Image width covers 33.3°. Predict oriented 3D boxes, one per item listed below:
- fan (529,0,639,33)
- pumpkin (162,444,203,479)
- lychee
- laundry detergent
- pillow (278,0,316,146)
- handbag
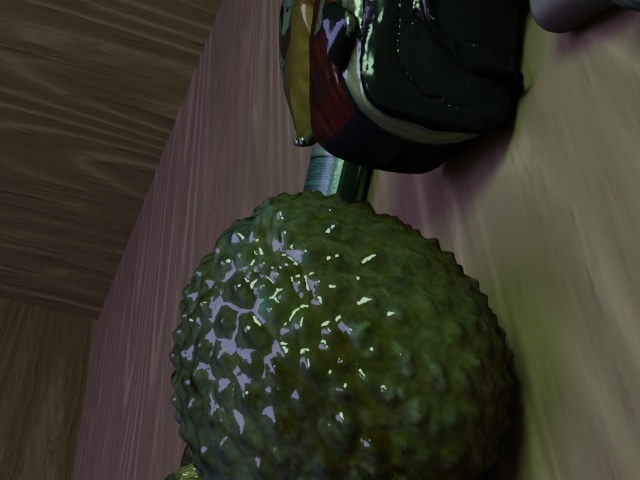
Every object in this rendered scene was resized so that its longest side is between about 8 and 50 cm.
[{"bbox_3d":[0.213,-0.206,0.749,0.244,0.074,0.130,158,115,-76],"label":"fan"},{"bbox_3d":[-0.057,0.234,1.004,0.260,0.189,0.260,-166,90,-75],"label":"pumpkin"},{"bbox_3d":[0.011,0.099,0.794,0.255,0.255,0.274,-116,1,-66],"label":"lychee"},{"bbox_3d":[0.000,0.000,1.242,0.099,0.070,0.225,-4,70,66],"label":"laundry detergent"},{"bbox_3d":[0.021,-0.323,1.384,0.310,0.119,0.312,-89,20,-51],"label":"pillow"},{"bbox_3d":[0.083,-0.198,0.969,0.181,0.181,0.254,145,135,-68],"label":"handbag"}]
